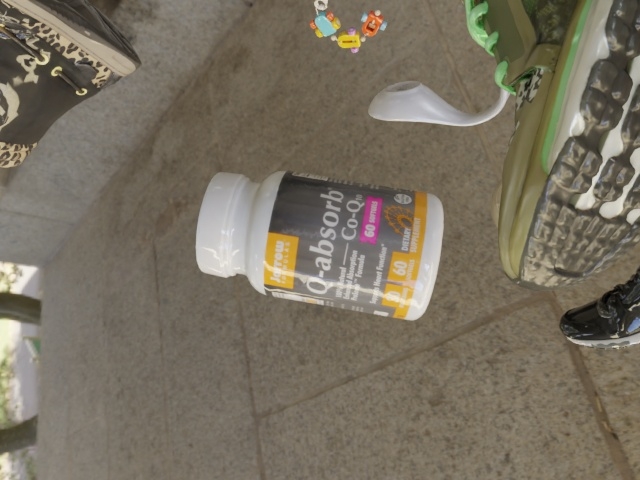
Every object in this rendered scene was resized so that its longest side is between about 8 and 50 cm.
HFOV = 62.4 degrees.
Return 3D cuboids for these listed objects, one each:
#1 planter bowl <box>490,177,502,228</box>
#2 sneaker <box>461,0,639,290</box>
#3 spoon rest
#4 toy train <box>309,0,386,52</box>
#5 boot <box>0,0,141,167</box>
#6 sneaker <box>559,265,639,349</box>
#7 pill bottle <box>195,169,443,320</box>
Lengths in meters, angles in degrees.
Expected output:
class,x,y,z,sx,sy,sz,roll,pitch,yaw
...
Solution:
class,x,y,z,sx,sy,sz,roll,pitch,yaw
planter bowl,0.379,-0.068,0.953,0.162,0.109,0.161,-5,81,34
sneaker,0.168,-0.169,0.375,0.182,0.158,0.409,9,85,56
spoon rest,0.224,-0.263,1.019,0.277,0.137,0.084,4,124,31
toy train,0.062,-0.501,1.205,0.125,0.167,0.046,119,167,-57
boot,-0.463,-0.249,0.703,0.284,0.377,0.138,-38,72,14
sneaker,0.471,0.064,0.746,0.283,0.107,0.124,-22,100,39
pill bottle,0.000,0.000,0.661,0.279,0.162,0.162,9,86,4
